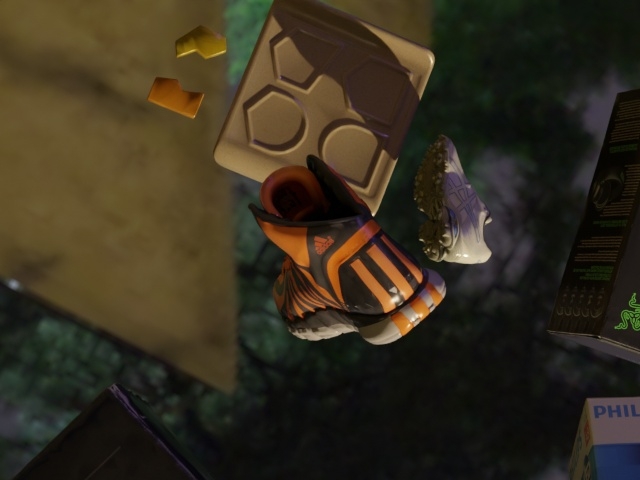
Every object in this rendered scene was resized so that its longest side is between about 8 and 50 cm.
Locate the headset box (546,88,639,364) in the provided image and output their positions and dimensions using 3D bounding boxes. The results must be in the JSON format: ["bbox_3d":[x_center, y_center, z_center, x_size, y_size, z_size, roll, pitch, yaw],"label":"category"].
[{"bbox_3d":[0.391,0.017,1.820,0.131,0.246,0.283,180,-70,-74],"label":"headset box"}]

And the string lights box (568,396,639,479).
[{"bbox_3d":[0.250,0.265,1.404,0.133,0.077,0.259,89,-2,-57],"label":"string lights box"}]

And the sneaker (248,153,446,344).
[{"bbox_3d":[0.000,0.000,1.800,0.124,0.180,0.321,-43,-167,-18],"label":"sneaker"}]

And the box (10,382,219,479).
[{"bbox_3d":[-0.195,0.480,1.751,0.480,0.472,0.297,-44,171,-6],"label":"box"}]

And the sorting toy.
[{"bbox_3d":[-0.040,-0.180,2.186,0.041,0.307,0.229,167,-55,-82],"label":"sorting toy"}]

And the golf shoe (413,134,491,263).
[{"bbox_3d":[0.161,-0.043,2.149,0.069,0.086,0.176,-45,-144,47],"label":"golf shoe"}]
